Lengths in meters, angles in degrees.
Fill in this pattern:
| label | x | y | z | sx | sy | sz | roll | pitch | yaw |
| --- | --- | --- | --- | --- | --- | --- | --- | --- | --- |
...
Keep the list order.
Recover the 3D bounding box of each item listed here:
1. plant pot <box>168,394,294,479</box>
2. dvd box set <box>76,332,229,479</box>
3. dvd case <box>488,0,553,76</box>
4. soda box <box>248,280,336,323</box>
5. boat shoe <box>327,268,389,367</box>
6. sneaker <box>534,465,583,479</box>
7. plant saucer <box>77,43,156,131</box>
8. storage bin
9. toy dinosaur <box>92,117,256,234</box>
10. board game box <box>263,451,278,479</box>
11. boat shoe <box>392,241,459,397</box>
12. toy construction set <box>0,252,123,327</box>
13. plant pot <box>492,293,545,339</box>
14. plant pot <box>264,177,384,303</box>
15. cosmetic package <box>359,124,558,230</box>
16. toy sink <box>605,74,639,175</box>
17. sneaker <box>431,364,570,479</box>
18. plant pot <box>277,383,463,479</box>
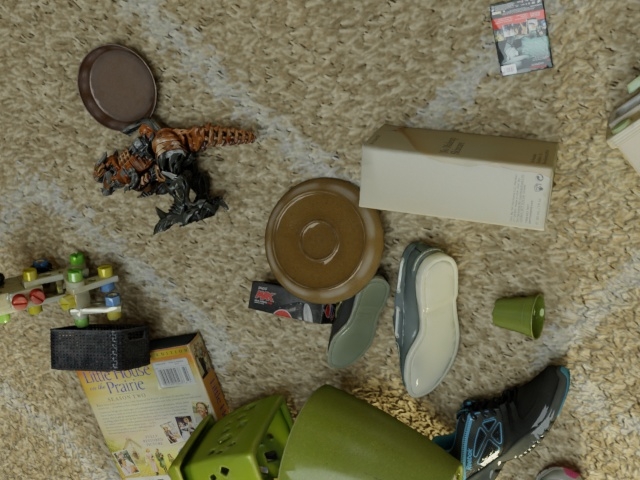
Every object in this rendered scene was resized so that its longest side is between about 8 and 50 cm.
| label | x | y | z | sx | sy | sz | roll | pitch | yaw |
| --- | --- | --- | --- | --- | --- | --- | --- | --- | --- |
| plant pot | -0.163 | 0.469 | 1.801 | 0.207 | 0.227 | 0.228 | -13 | 107 | 18 |
| dvd box set | -0.336 | 0.417 | 1.978 | 0.307 | 0.062 | 0.421 | -12 | 108 | 22 |
| dvd case | 0.329 | -0.334 | 1.474 | 0.087 | 0.013 | 0.120 | -8 | 108 | 21 |
| soda box | -0.054 | 0.119 | 1.735 | 0.168 | 0.053 | 0.060 | 9 | 90 | 30 |
| boat shoe | 0.067 | 0.146 | 1.731 | 0.081 | 0.069 | 0.228 | 10 | 122 | -23 |
| sneaker | 0.438 | 0.553 | 1.748 | 0.103 | 0.111 | 0.252 | 22 | 116 | 9 |
| plant saucer | -0.384 | -0.292 | 1.719 | 0.168 | 0.029 | 0.169 | 7 | 113 | 16 |
| storage bin | -0.450 | 0.218 | 1.842 | 0.180 | 0.122 | 0.084 | -1 | 90 | 23 |
| toy dinosaur | -0.278 | -0.135 | 1.688 | 0.322 | 0.164 | 0.218 | -17 | 92 | 40 |
| board game box | -0.018 | 0.521 | 1.930 | 0.201 | 0.035 | 0.136 | -2 | 111 | 19 |
| boat shoe | 0.190 | 0.148 | 1.692 | 0.099 | 0.116 | 0.320 | 41 | 139 | 49 |
| toy construction set | -0.581 | 0.108 | 1.819 | 0.215 | 0.327 | 0.151 | 30 | 114 | 54 |
| plant pot | 0.356 | 0.134 | 1.628 | 0.079 | 0.083 | 0.083 | 4 | 113 | 30 |
| plant pot | 0.000 | 0.000 | 1.660 | 0.236 | 0.032 | 0.236 | -1 | 88 | 21 |
| cosmetic package | 0.234 | -0.111 | 1.517 | 0.309 | 0.160 | 0.113 | 8 | 113 | 14 |
| toy sink | 0.529 | -0.170 | 1.397 | 0.131 | 0.153 | 0.234 | -36 | 98 | 28 |
| sneaker | 0.332 | 0.344 | 1.692 | 0.139 | 0.125 | 0.341 | 39 | 116 | 6 |
| plant pot | 0.109 | 0.444 | 1.698 | 0.293 | 0.275 | 0.275 | 13 | 115 | 22 |
